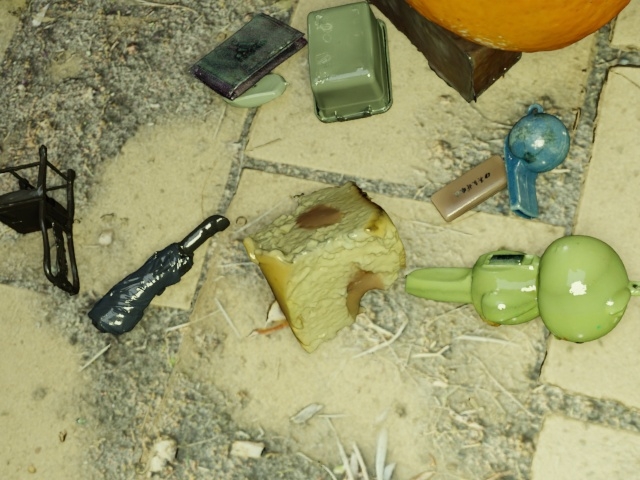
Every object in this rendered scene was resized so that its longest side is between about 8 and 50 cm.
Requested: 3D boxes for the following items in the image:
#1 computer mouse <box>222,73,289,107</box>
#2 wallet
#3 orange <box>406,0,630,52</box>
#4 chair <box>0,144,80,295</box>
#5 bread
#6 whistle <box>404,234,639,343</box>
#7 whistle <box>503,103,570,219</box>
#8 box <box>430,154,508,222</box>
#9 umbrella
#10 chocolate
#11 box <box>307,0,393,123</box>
[{"bbox_3d":[-0.099,-0.231,1.341,0.110,0.032,0.055,-7,50,12],"label":"computer mouse"},{"bbox_3d":[-0.114,-0.292,1.353,0.166,0.030,0.111,-42,54,-19],"label":"wallet"},{"bbox_3d":[0.226,-0.439,1.036,0.326,0.424,0.423,-41,58,39],"label":"orange"},{"bbox_3d":[-0.444,-0.022,1.326,0.113,0.106,0.229,-11,67,11],"label":"chair"},{"bbox_3d":[-0.004,-0.009,1.140,0.184,0.224,0.211,-25,57,0],"label":"bread"},{"bbox_3d":[0.260,0.072,1.090,0.294,0.141,0.141,-13,66,32],"label":"whistle"},{"bbox_3d":[0.295,-0.114,1.154,0.090,0.090,0.157,-7,68,14],"label":"whistle"},{"bbox_3d":[0.212,-0.073,1.195,0.115,0.025,0.048,-31,66,3],"label":"box"},{"bbox_3d":[-0.234,0.048,1.270,0.248,0.071,0.071,-43,64,-10],"label":"umbrella"},{"bbox_3d":[0.172,-0.352,1.275,0.112,0.112,0.321,-34,63,-8],"label":"chocolate"},{"bbox_3d":[0.038,-0.274,1.284,0.124,0.093,0.172,-9,68,13],"label":"box"}]
